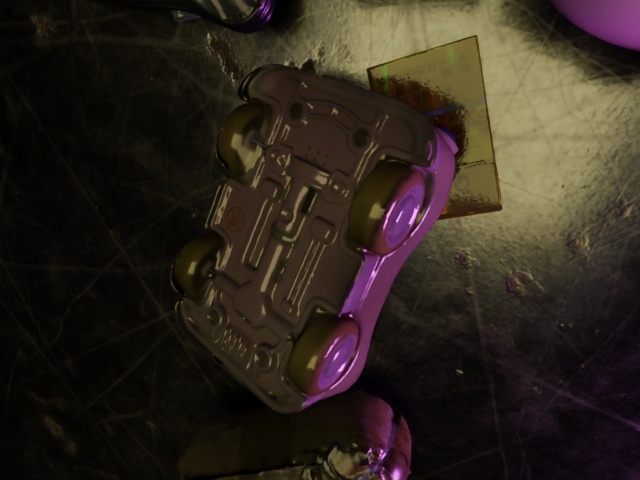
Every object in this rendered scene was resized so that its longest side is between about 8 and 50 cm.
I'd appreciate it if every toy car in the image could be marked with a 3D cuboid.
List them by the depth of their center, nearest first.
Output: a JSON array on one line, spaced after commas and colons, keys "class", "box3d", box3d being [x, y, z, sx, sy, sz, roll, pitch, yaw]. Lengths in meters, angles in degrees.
[{"class": "toy car", "box3d": [0.000, 0.000, 0.506, 0.242, 0.226, 0.335, 28, 102, 29]}]

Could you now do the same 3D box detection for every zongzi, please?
[{"class": "zongzi", "box3d": [0.009, 0.429, 0.670, 0.357, 0.174, 0.392, -21, 102, 22]}]

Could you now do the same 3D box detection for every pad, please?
[{"class": "pad", "box3d": [-0.172, 0.355, 0.802, 0.116, 0.004, 0.193, 37, 117, 3]}]

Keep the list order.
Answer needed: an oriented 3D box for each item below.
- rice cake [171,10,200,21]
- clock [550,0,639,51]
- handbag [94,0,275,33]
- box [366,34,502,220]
[{"class": "rice cake", "box3d": [-0.134, -0.296, 0.528, 0.121, 0.022, 0.022, 0, 100, 21]}, {"class": "clock", "box3d": [0.328, -0.287, 0.237, 0.377, 0.250, 0.367, 2, 112, 26]}, {"class": "handbag", "box3d": [-0.173, -0.361, 0.482, 0.333, 0.075, 0.191, 19, 103, 17]}, {"class": "box", "box3d": [0.135, -0.119, 0.495, 0.122, 0.030, 0.192, -9, 106, 23]}]
